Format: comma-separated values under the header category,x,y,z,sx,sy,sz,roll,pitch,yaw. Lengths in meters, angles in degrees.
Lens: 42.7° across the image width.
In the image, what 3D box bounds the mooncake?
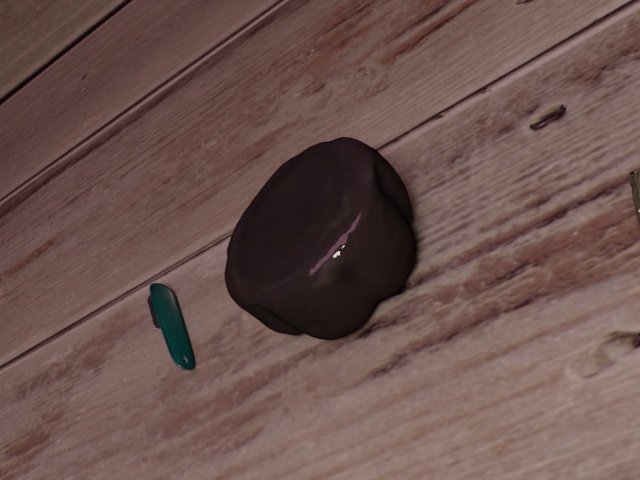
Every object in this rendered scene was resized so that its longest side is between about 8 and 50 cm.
category,x,y,z,sx,sy,sz,roll,pitch,yaw
mooncake,0.000,0.000,0.959,0.245,0.133,0.245,-27,42,26

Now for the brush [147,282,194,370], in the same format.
category,x,y,z,sx,sy,sz,roll,pitch,yaw
brush,-0.212,0.124,1.144,0.032,0.043,0.193,-57,35,20

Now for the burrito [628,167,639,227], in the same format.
category,x,y,z,sx,sy,sz,roll,pitch,yaw
burrito,0.313,0.021,0.683,0.087,0.060,0.226,-21,43,33
